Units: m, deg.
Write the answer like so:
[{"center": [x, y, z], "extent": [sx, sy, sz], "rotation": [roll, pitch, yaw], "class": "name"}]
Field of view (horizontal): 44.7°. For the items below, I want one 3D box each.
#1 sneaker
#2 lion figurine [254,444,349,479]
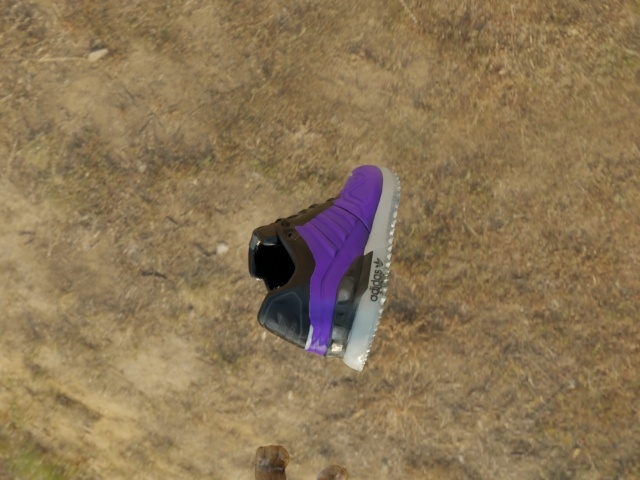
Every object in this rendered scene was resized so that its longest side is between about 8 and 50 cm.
[{"center": [0.000, 0.000, 0.830], "extent": [0.146, 0.293, 0.102], "rotation": [13, 128, 0], "class": "sneaker"}, {"center": [-0.069, 0.335, 0.678], "extent": [0.142, 0.240, 0.392], "rotation": [31, 116, -26], "class": "lion figurine"}]
